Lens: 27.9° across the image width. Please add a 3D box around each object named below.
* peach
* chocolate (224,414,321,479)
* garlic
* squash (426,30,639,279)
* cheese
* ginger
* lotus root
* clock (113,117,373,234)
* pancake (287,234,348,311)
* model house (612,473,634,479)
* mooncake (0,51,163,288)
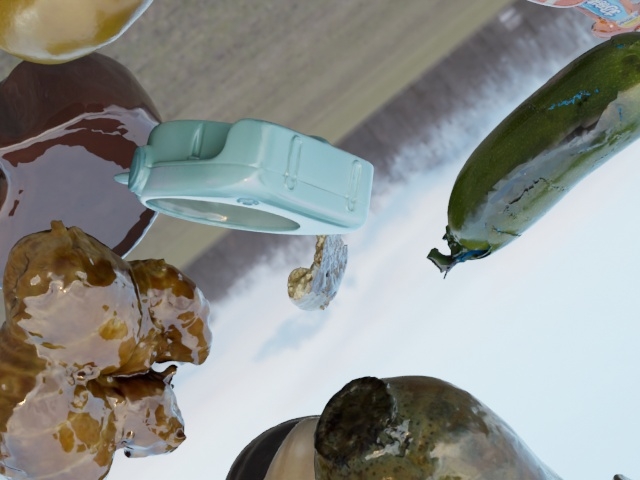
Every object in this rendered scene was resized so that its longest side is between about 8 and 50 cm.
[{"bbox_3d":[-0.253,-0.293,1.313,0.251,0.153,0.251,-18,-137,18],"label":"peach"},{"bbox_3d":[0.014,0.451,2.013,0.383,0.384,0.331,-42,147,-50],"label":"chocolate"},{"bbox_3d":[-0.036,0.332,1.632,0.228,0.110,0.217,-73,177,-56],"label":"garlic"},{"bbox_3d":[0.174,-0.064,1.045,0.087,0.087,0.331,-41,175,-38],"label":"squash"},{"bbox_3d":[0.268,-0.262,1.340,0.256,0.037,0.106,19,151,-41],"label":"cheese"},{"bbox_3d":[-0.273,0.159,1.503,0.274,0.152,0.357,10,101,-42],"label":"ginger"},{"bbox_3d":[0.140,0.295,1.455,0.250,0.346,0.250,-38,-154,22],"label":"lotus root"},{"bbox_3d":[-0.099,-0.071,1.432,0.274,0.094,0.223,4,171,38],"label":"clock"},{"bbox_3d":[0.000,0.000,2.103,0.057,0.244,0.266,5,-162,11],"label":"pancake"},{"bbox_3d":[0.461,0.442,1.939,0.152,0.165,0.106,-54,-157,12],"label":"model house"},{"bbox_3d":[-0.361,-0.085,1.691,0.334,0.174,0.326,-25,147,-10],"label":"mooncake"}]
